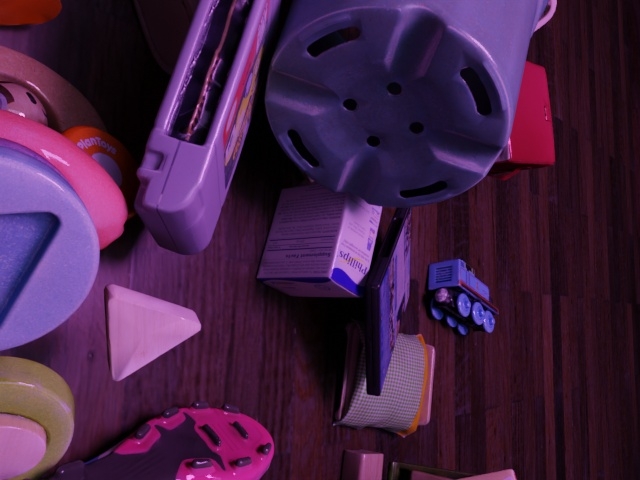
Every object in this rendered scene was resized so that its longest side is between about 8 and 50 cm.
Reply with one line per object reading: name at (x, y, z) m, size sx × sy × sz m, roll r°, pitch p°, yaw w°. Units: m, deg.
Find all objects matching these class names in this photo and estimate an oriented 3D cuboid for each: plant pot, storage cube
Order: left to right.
plant pot at (0.100, -0.241, 0.681) m, size 0.341 × 0.341 × 0.334 m, roll 49°, pitch 43°, yaw -33°
storage cube at (0.299, -0.217, 1.062) m, size 0.193 × 0.184 × 0.214 m, roll -6°, pitch 90°, yaw -48°

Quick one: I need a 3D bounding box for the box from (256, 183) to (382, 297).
box at (0.000, 0.000, 0.751) m, size 0.072 × 0.126 × 0.137 m, roll 35°, pitch 62°, yaw -43°

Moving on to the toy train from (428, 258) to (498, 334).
toy train at (0.268, 0.109, 1.075) m, size 0.184 × 0.080 × 0.105 m, roll 31°, pitch 58°, yaw -42°

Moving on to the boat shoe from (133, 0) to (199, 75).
boat shoe at (-0.152, -0.357, 0.621) m, size 0.113 × 0.127 × 0.340 m, roll -30°, pitch 110°, yaw -47°

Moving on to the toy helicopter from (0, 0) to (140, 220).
toy helicopter at (-0.303, -0.124, 0.414) m, size 0.355 × 0.140 × 0.234 m, roll 22°, pitch 50°, yaw -54°

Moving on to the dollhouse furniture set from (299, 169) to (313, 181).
dollhouse furniture set at (0.034, -0.114, 0.833) m, size 0.114 × 0.081 × 0.091 m, roll -52°, pitch 122°, yaw -38°

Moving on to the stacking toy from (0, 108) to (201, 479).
stacking toy at (-0.234, 0.092, 0.377) m, size 0.309 × 0.130 × 0.279 m, roll -40°, pitch 129°, yaw -1°

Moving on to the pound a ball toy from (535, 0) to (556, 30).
pound a ball toy at (0.272, -0.466, 0.971) m, size 0.208 × 0.136 × 0.319 m, roll 48°, pitch 10°, yaw -33°

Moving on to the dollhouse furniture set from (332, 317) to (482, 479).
dollhouse furniture set at (0.138, 0.279, 0.855) m, size 0.198 × 0.151 × 0.301 m, roll 22°, pitch 70°, yaw -45°

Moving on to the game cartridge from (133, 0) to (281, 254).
game cartridge at (-0.093, -0.138, 0.540) m, size 0.060 × 0.196 × 0.294 m, roll 17°, pitch 76°, yaw -8°

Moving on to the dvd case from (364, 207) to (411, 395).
dvd case at (0.101, 0.072, 0.835) m, size 0.253 × 0.022 × 0.180 m, roll -58°, pitch 149°, yaw -56°

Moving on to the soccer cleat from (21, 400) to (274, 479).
soccer cleat at (-0.179, 0.257, 0.558) m, size 0.331 × 0.116 × 0.143 m, roll 1°, pitch 121°, yaw -59°

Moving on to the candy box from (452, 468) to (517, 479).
candy box at (0.101, 0.402, 0.688) m, size 0.087 × 0.317 × 0.182 m, roll -68°, pitch 142°, yaw -74°
